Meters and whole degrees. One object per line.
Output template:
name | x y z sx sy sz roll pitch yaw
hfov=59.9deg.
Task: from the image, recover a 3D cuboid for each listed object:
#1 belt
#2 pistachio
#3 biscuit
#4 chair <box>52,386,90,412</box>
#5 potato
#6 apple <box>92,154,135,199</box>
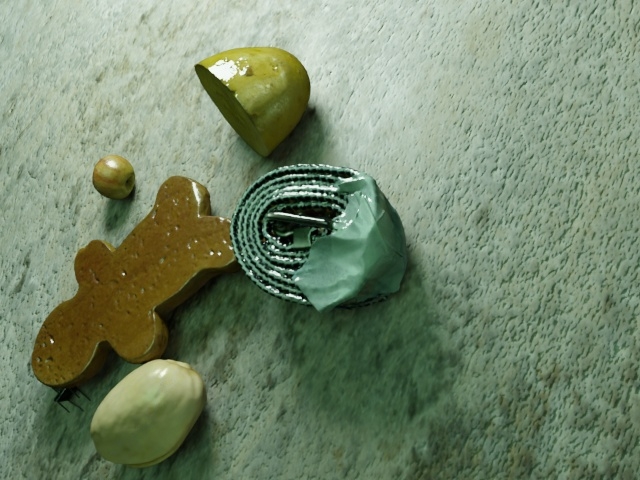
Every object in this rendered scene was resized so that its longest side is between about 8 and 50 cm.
belt | 0.000 0.000 0.826 0.257 0.150 0.207 10 84 25
pistachio | -0.267 0.267 0.850 0.200 0.117 0.145 -38 49 4
biscuit | -0.323 0.086 0.966 0.432 0.064 0.283 -46 57 0
chair | -0.442 0.262 0.964 0.086 0.042 0.037 29 80 26
potato | -0.097 -0.261 0.954 0.158 0.178 0.203 -41 44 -13
apple | -0.391 -0.119 1.059 0.071 0.084 0.084 22 80 4
